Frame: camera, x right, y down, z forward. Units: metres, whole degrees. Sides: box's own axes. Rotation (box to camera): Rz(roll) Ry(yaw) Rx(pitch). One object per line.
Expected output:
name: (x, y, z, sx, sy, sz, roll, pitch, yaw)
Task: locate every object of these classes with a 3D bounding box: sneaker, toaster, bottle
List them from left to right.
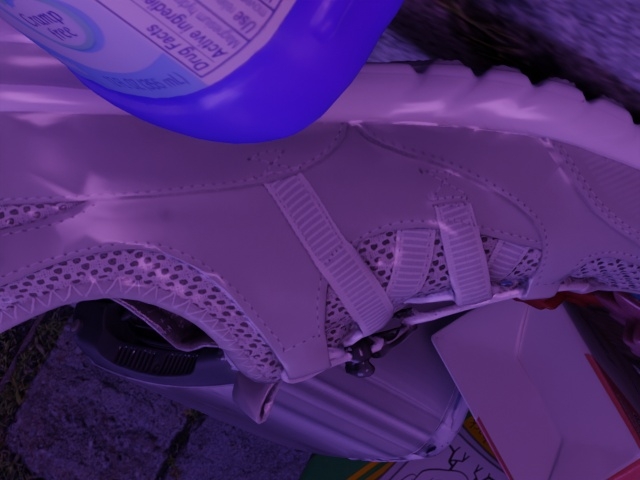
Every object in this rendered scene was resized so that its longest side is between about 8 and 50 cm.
bottle: (-0.101, -0.124, 0.414, 0.283, 0.092, 0.118, 35, 176, -38)
toaster: (-0.012, 0.037, 1.012, 0.146, 0.129, 0.227, 30, 163, -33)
sneaker: (0.000, 0.000, 0.609, 0.281, 0.115, 0.105, 7, 179, -18)

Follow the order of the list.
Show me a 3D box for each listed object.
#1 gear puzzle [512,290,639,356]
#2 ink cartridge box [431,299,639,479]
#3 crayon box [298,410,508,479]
gear puzzle: (0.032, -0.021, 0.789, 0.339, 0.044, 0.175, 26, 172, 18)
ink cartridge box: (0.140, 0.106, 0.976, 0.198, 0.067, 0.115, 40, -161, -55)
crayon box: (0.138, 0.250, 1.167, 0.363, 0.313, 0.106, 25, 172, 20)
